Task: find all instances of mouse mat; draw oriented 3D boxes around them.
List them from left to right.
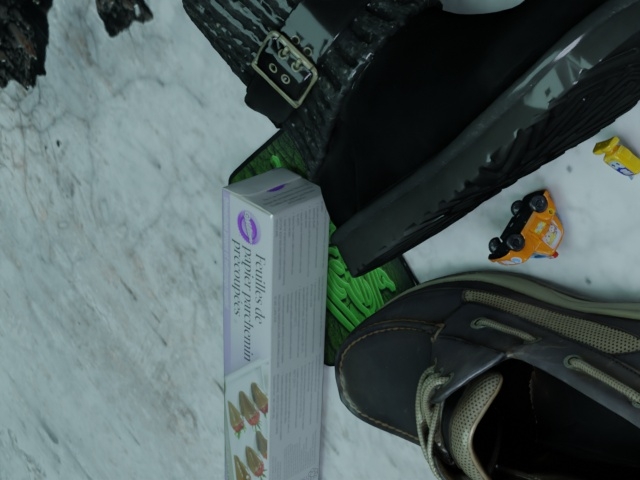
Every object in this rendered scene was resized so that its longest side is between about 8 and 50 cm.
[{"bbox_3d":[0.000,0.000,1.038,0.152,0.007,0.190,-37,80,49],"label":"mouse mat"}]

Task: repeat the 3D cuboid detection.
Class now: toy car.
[{"bbox_3d":[0.159,-0.015,0.820,0.040,0.060,0.122,36,148,-12],"label":"toy car"}]

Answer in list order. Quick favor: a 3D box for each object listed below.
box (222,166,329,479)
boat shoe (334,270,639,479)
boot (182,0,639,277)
[{"bbox_3d":[-0.039,0.099,1.072,0.063,0.067,0.324,29,130,39],"label":"box"},{"bbox_3d":[0.123,0.098,0.851,0.355,0.130,0.132,-4,104,48],"label":"boat shoe"},{"bbox_3d":[0.049,-0.146,0.819,0.348,0.131,0.260,-37,79,50],"label":"boot"}]
